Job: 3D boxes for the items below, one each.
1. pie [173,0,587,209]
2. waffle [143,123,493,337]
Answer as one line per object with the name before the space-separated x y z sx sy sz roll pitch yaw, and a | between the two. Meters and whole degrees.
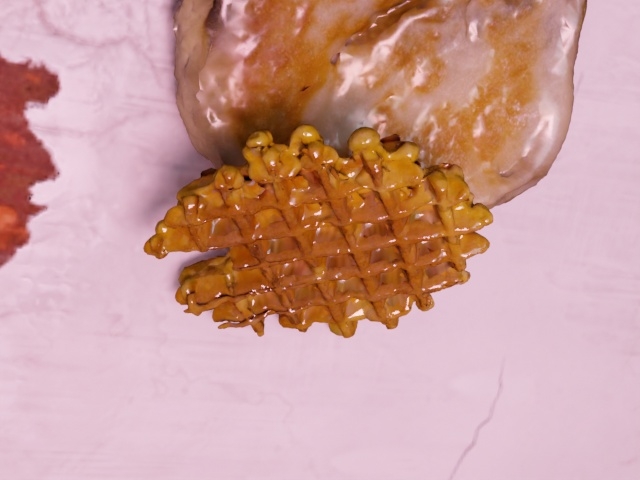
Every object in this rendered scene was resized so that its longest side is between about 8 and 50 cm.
pie | 0.051 -0.150 0.937 0.339 0.077 0.339 -8 110 -24
waffle | 0.000 0.000 0.902 0.229 0.051 0.231 20 139 -29
